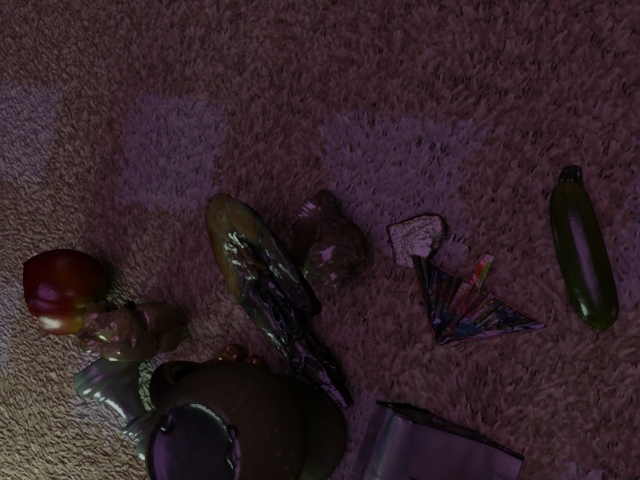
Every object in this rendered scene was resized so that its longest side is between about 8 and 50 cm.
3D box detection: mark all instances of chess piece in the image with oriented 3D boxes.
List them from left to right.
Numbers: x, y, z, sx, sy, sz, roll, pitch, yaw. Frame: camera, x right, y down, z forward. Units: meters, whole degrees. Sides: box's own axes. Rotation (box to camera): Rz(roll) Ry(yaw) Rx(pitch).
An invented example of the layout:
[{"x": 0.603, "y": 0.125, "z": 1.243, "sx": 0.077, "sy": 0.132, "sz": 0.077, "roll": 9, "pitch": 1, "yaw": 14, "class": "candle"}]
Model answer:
[{"x": -0.389, "y": 0.365, "z": 1.003, "sx": 0.139, "sy": 0.139, "sz": 0.271, "roll": -35, "pitch": 84, "yaw": 17, "class": "chess piece"}]

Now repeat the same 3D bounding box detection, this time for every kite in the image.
[{"x": 0.247, "y": 0.105, "z": 0.788, "sx": 0.241, "sy": 0.014, "sz": 0.183, "roll": 25, "pitch": 108, "yaw": 13, "class": "kite"}]

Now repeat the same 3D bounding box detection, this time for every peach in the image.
[{"x": -0.573, "y": 0.111, "z": 1.052, "sx": 0.193, "sy": 0.190, "sz": 0.190, "roll": 10, "pitch": 91, "yaw": 5, "class": "peach"}]

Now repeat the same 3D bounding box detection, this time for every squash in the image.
[{"x": 0.387, "y": 0.009, "z": 0.715, "sx": 0.066, "sy": 0.066, "sz": 0.252, "roll": -14, "pitch": 80, "yaw": 22, "class": "squash"}]

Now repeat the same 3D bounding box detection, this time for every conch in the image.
[{"x": 0.000, "y": 0.000, "z": 0.846, "sx": 0.155, "sy": 0.130, "sz": 0.207, "roll": -17, "pitch": 66, "yaw": 9, "class": "conch"}]

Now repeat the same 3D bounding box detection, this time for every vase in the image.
[{"x": -0.148, "y": 0.299, "z": 0.802, "sx": 0.329, "sy": 0.302, "sz": 0.240, "roll": 29, "pitch": 94, "yaw": 27, "class": "vase"}]

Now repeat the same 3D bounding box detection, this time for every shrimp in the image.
[{"x": -0.067, "y": 0.100, "z": 0.836, "sx": 0.445, "sy": 0.085, "sz": 0.272, "roll": 55, "pitch": 151, "yaw": 9, "class": "shrimp"}]

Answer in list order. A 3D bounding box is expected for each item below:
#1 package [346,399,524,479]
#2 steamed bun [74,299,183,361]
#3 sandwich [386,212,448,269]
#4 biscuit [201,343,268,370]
[{"x": 0.178, "y": 0.393, "z": 0.791, "sx": 0.251, "sy": 0.062, "sz": 0.203, "roll": 20, "pitch": 94, "yaw": 10, "class": "package"}, {"x": -0.377, "y": 0.169, "z": 0.970, "sx": 0.178, "sy": 0.192, "sz": 0.106, "roll": 6, "pitch": 91, "yaw": 44, "class": "steamed bun"}, {"x": 0.172, "y": 0.002, "z": 0.823, "sx": 0.105, "sy": 0.036, "sz": 0.093, "roll": -21, "pitch": 78, "yaw": 20, "class": "sandwich"}, {"x": -0.199, "y": 0.351, "z": 0.959, "sx": 0.202, "sy": 0.044, "sz": 0.288, "roll": 30, "pitch": 100, "yaw": 22, "class": "biscuit"}]
